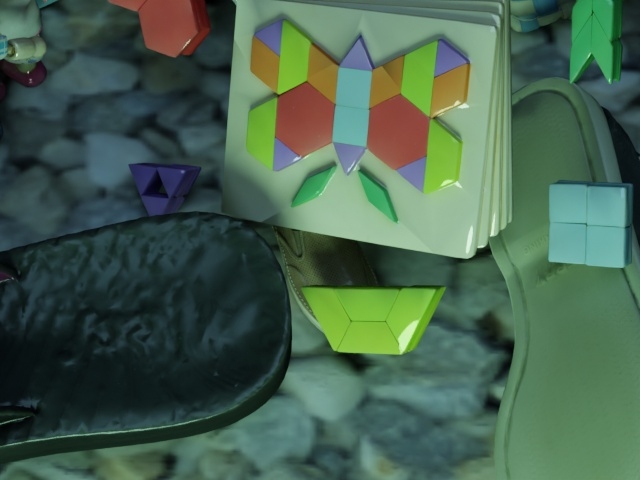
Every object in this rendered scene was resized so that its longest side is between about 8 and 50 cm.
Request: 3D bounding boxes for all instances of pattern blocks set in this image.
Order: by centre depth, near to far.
[{"bbox_3d":[0.023,-0.074,1.053,0.324,0.026,0.285,-7,93,28],"label":"pattern blocks set"}]

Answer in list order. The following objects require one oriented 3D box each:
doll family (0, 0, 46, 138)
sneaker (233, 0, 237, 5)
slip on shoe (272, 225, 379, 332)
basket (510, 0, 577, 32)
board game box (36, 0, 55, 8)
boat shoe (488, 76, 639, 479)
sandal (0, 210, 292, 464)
[{"bbox_3d":[-0.252,-0.079,1.067,0.263,0.163,0.118,-26,70,-14],"label":"doll family"},{"bbox_3d":[-0.053,-0.233,1.185,0.282,0.161,0.102,38,107,-16],"label":"sneaker"},{"bbox_3d":[0.000,0.000,1.114,0.051,0.041,0.135,-17,68,-11],"label":"slip on shoe"},{"bbox_3d":[0.198,-0.286,1.158,0.289,0.201,0.255,-32,70,-1],"label":"basket"},{"bbox_3d":[-0.314,-0.185,1.124,0.275,0.144,0.142,-27,70,-15],"label":"board game box"},{"bbox_3d":[0.170,0.070,1.058,0.127,0.113,0.340,-31,52,31],"label":"boat shoe"},{"bbox_3d":[-0.238,0.069,1.022,0.445,0.107,0.168,-17,68,-3],"label":"sandal"}]
